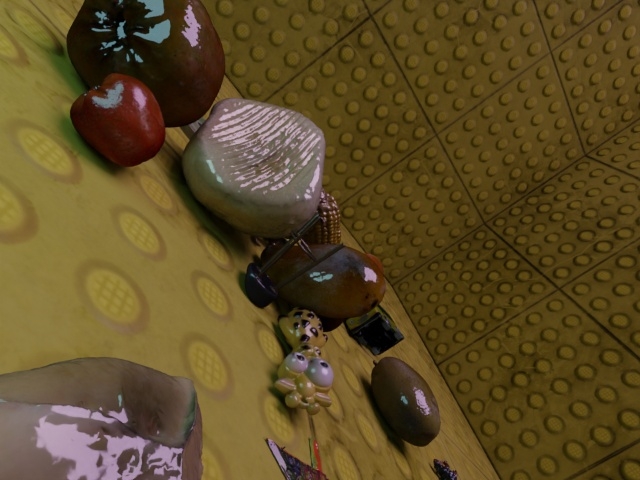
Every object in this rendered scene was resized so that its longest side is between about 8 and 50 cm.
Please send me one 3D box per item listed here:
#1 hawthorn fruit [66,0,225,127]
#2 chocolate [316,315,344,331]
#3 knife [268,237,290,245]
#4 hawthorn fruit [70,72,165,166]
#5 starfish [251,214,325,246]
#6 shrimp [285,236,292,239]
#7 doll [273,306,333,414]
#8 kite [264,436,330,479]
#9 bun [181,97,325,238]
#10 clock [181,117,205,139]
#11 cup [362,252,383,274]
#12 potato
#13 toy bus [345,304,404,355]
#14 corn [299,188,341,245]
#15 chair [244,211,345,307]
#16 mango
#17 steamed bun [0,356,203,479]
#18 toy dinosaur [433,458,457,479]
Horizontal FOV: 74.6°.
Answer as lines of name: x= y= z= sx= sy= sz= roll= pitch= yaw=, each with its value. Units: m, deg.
hawthorn fruit: x=-0.324 y=-0.358 z=0.841 sx=0.268 sy=0.267 sz=0.301 roll=56 pitch=0 yaw=7
chocolate: x=0.006 y=0.171 z=1.060 sx=0.128 sy=0.124 sz=0.133 roll=64 pitch=30 yaw=-20
knife: x=-0.134 y=-0.005 z=1.267 sx=0.044 sy=0.023 sz=0.162 roll=56 pitch=8 yaw=22
hawthorn fruit: x=-0.313 y=-0.186 z=0.672 sx=0.138 sy=0.132 sz=0.133 roll=59 pitch=5 yaw=-31
starfish: x=-0.085 y=-0.036 z=1.130 sx=0.146 sy=0.189 sz=0.074 roll=50 pitch=18 yaw=-68
shrimp: x=-0.158 y=-0.114 z=1.367 sx=0.287 sy=0.068 sz=0.185 roll=50 pitch=3 yaw=7
doll: x=-0.034 y=0.212 z=0.801 sx=0.117 sy=0.086 sz=0.291 roll=22 pitch=17 yaw=-9
kite: x=-0.003 y=0.366 z=0.620 sx=0.241 sy=0.014 sz=0.183 roll=49 pitch=10 yaw=-25
bun: x=-0.148 y=-0.158 z=0.996 sx=0.352 sy=0.349 sz=0.227 roll=44 pitch=-36 yaw=9
clock: x=-0.363 y=-0.334 z=1.269 sx=0.235 sy=0.029 sz=0.235 roll=53 pitch=9 yaw=-12
cup: x=0.189 y=0.195 z=1.858 sx=0.264 sy=0.182 sz=0.227 roll=-62 pitch=148 yaw=-72
potato: x=0.227 y=0.427 z=1.146 sx=0.251 sy=0.159 sz=0.174 roll=50 pitch=-18 yaw=30
toy bus: x=0.181 y=0.294 z=1.485 sx=0.262 sy=0.128 sz=0.150 roll=46 pitch=11 yaw=-49
corn: x=0.000 y=0.000 z=1.278 sx=0.130 sy=0.130 sz=0.348 roll=-113 pitch=-162 yaw=-55
chair: x=-0.068 y=0.035 z=0.879 sx=0.104 sy=0.221 sz=0.095 roll=47 pitch=2 yaw=-37
mango: x=-0.003 y=0.081 z=0.986 sx=0.315 sy=0.146 sz=0.193 roll=18 pitch=40 yaw=14
steamed bun: x=-0.151 y=0.159 z=0.314 sx=0.231 sy=0.110 sz=0.212 roll=56 pitch=8 yaw=-11
toy dinosaur: x=0.387 y=0.710 z=1.256 sx=0.154 sy=0.049 sz=0.055 roll=49 pitch=7 yaw=-2
